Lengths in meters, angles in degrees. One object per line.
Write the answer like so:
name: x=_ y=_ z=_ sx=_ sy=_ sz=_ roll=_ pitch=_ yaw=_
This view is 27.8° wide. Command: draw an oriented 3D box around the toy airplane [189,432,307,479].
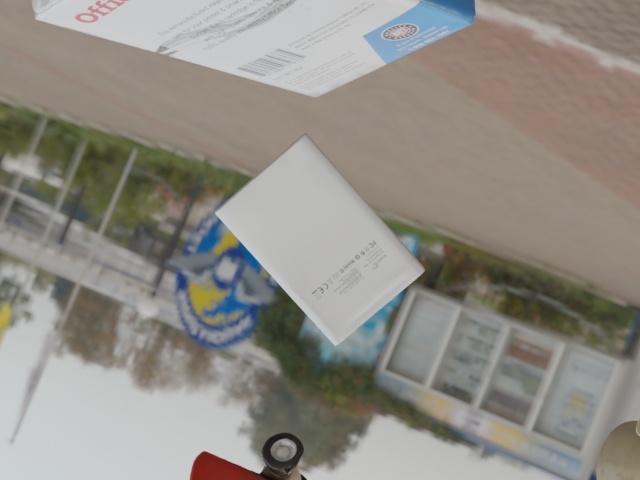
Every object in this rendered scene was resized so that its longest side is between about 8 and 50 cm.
toy airplane: x=-0.037 y=0.474 z=1.720 sx=0.386 sy=0.272 sz=0.384 roll=61 pitch=160 yaw=-11

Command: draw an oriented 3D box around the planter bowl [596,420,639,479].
planter bowl: x=0.523 y=0.363 z=2.000 sx=0.162 sy=0.162 sz=0.109 roll=24 pitch=164 yaw=-29

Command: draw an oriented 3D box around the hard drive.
hard drive: x=0.000 y=0.000 z=2.184 sx=0.307 sy=0.203 sz=0.040 roll=48 pitch=-173 yaw=-9

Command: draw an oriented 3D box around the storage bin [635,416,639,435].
storage bin: x=0.551 y=0.192 z=1.647 sx=0.260 sy=0.123 sz=0.262 roll=32 pitch=143 yaw=27

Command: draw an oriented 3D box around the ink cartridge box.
ink cartridge box: x=-0.071 y=-0.309 z=1.405 sx=0.395 sy=0.166 sz=0.285 roll=10 pitch=161 yaw=-39
